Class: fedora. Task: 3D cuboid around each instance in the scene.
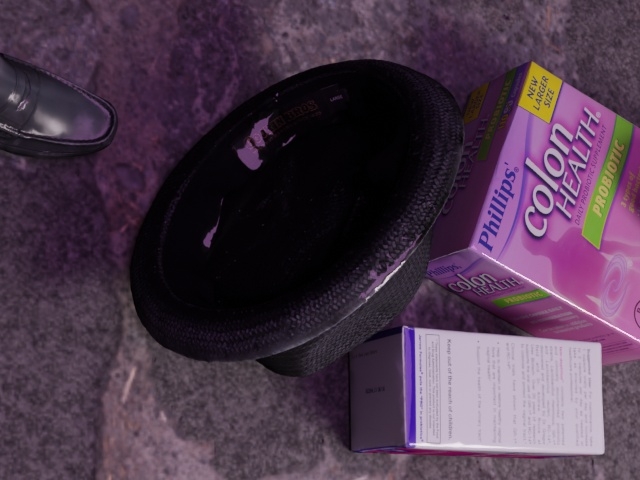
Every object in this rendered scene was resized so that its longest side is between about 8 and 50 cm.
[{"bbox_3d":[0.000,0.000,1.173,0.334,0.334,0.152,-57,135,-24],"label":"fedora"}]

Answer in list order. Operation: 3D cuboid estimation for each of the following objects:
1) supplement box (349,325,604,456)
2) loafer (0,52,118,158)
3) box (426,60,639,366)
[{"bbox_3d":[0.149,0.148,1.264,0.220,0.111,0.114,5,77,-25],"label":"supplement box"},{"bbox_3d":[-0.277,-0.122,1.132,0.223,0.078,0.076,14,74,-23],"label":"loafer"},{"bbox_3d":[0.246,-0.021,1.345,0.243,0.117,0.214,28,68,-18],"label":"box"}]
